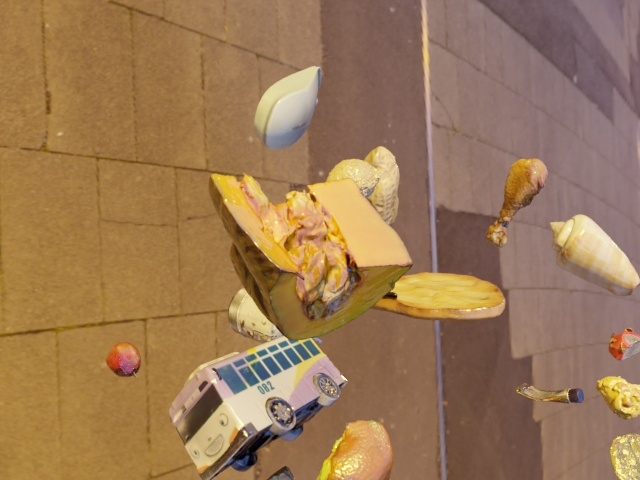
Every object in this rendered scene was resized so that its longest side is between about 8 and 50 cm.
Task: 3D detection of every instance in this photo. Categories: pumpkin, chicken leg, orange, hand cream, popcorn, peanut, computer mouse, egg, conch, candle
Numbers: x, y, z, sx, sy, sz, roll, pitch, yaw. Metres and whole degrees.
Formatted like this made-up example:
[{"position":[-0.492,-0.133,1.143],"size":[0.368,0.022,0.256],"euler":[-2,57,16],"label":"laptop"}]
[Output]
[{"position":[0.001,0.001,0.700],"size":[0.190,0.139,0.280],"euler":[-29,160,-11],"label":"pumpkin"},{"position":[0.489,-0.095,1.602],"size":[0.107,0.087,0.251],"euler":[-61,174,-69],"label":"chicken leg"},{"position":[0.120,0.746,2.041],"size":[0.334,0.196,0.262],"euler":[-46,157,-41],"label":"orange"},{"position":[0.578,0.385,1.595],"size":[0.062,0.163,0.039],"euler":[-20,100,-43],"label":"hand cream"},{"position":[0.547,0.275,1.130],"size":[0.084,0.084,0.084],"euler":[5,84,-52],"label":"popcorn"},{"position":[0.195,-0.162,2.105],"size":[0.153,0.140,0.325],"euler":[-42,143,-46],"label":"peanut"},{"position":[-0.047,-0.251,1.216],"size":[0.231,0.079,0.127],"euler":[-48,162,-49],"label":"computer mouse"},{"position":[0.075,-0.138,1.540],"size":[0.140,0.118,0.116],"euler":[-41,145,0],"label":"egg"},{"position":[0.677,0.044,1.596],"size":[0.127,0.255,0.158],"euler":[-20,144,-39],"label":"conch"},{"position":[-0.148,0.271,2.132],"size":[0.187,0.330,0.187],"euler":[-29,126,-48],"label":"candle"}]

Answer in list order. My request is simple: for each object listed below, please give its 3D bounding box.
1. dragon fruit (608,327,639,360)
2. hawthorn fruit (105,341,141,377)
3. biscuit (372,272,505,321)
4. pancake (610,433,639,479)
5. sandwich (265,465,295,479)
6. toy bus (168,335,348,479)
[{"position":[0.714,0.239,1.486],"size":[0.083,0.060,0.056],"euler":[-18,124,-22],"label":"dragon fruit"},{"position":[-0.420,0.257,1.351],"size":[0.077,0.077,0.077],"euler":[5,84,-52],"label":"hawthorn fruit"},{"position":[0.168,0.085,0.959],"size":[0.203,0.260,0.041],"euler":[-5,98,-31],"label":"biscuit"},{"position":[0.596,0.415,1.189],"size":[0.017,0.108,0.108],"euler":[98,17,-54],"label":"pancake"},{"position":[-0.149,0.721,1.453],"size":[0.325,0.131,0.262],"euler":[-29,70,-13],"label":"sandwich"},{"position":[-0.155,0.392,1.586],"size":[0.249,0.209,0.440],"euler":[50,28,17],"label":"toy bus"}]
